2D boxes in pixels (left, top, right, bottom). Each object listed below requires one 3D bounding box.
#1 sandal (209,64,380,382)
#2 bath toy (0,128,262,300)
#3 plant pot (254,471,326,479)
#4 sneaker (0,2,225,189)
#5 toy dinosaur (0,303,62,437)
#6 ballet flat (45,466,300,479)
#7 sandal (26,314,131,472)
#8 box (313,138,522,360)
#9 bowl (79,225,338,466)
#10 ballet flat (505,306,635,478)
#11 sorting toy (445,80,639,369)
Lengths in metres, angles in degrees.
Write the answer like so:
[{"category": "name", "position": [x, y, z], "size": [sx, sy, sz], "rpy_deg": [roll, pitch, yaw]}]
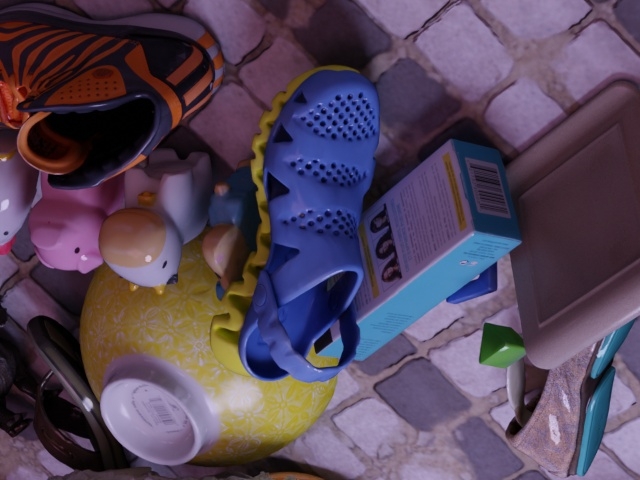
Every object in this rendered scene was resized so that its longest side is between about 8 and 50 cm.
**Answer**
[{"category": "sandal", "position": [0.000, 0.000, 1.472], "size": [0.138, 0.126, 0.317], "rpy_deg": [36, 121, 51]}, {"category": "bath toy", "position": [-0.224, -0.022, 1.617], "size": [0.348, 0.151, 0.129], "rpy_deg": [10, 116, 24]}, {"category": "plant pot", "position": [-0.031, 0.394, 1.818], "size": [0.205, 0.205, 0.188], "rpy_deg": [10, 143, 22]}, {"category": "sneaker", "position": [-0.263, -0.134, 1.532], "size": [0.321, 0.180, 0.124], "rpy_deg": [-3, 122, 30]}, {"category": "toy dinosaur", "position": [-0.411, 0.169, 1.914], "size": [0.160, 0.121, 0.313], "rpy_deg": [49, 137, 3]}, {"category": "ballet flat", "position": [-0.172, 0.302, 1.747], "size": [0.409, 0.147, 0.147], "rpy_deg": [-3, 123, 37]}, {"category": "sandal", "position": [-0.272, 0.220, 1.841], "size": [0.086, 0.120, 0.302], "rpy_deg": [-21, 122, -8]}, {"category": "box", "position": [0.078, 0.014, 1.509], "size": [0.060, 0.100, 0.244], "rpy_deg": [11, 145, -34]}, {"category": "bowl", "position": [-0.142, 0.141, 1.697], "size": [0.289, 0.156, 0.289], "rpy_deg": [15, 131, 18]}, {"category": "ballet flat", "position": [0.227, 0.097, 1.502], "size": [0.106, 0.107, 0.316], "rpy_deg": [26, 132, 19]}, {"category": "sorting toy", "position": [0.234, -0.011, 1.390], "size": [0.047, 0.196, 0.348], "rpy_deg": [13, 144, -33]}]
